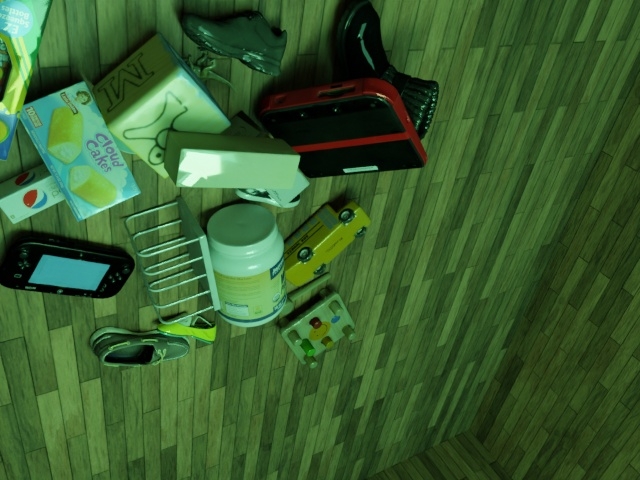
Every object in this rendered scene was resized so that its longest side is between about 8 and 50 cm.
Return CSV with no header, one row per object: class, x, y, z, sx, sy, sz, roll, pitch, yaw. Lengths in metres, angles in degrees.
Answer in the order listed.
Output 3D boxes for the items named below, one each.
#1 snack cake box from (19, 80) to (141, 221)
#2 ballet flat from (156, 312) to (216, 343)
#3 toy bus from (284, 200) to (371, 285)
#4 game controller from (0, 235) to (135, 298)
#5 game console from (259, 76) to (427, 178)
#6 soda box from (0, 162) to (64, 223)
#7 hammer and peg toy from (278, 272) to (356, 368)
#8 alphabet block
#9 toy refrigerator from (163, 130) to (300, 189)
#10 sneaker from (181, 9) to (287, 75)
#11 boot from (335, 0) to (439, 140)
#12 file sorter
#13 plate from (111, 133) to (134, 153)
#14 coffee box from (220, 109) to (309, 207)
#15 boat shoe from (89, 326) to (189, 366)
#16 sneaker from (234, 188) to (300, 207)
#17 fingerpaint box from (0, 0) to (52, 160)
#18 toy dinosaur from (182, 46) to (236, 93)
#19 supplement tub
snack cake box,-0.523,-0.195,1.298,0.152,0.089,0.264,-28,110,-14
ballet flat,-0.419,0.271,1.885,0.231,0.077,0.077,26,86,-50
toy bus,0.000,0.000,1.916,0.332,0.130,0.108,-43,138,1
game controller,-0.649,0.076,1.533,0.319,0.067,0.166,14,115,-43
game console,0.059,-0.287,1.588,0.342,0.386,0.060,45,50,-52
soda box,-0.630,-0.130,1.367,0.216,0.069,0.074,-30,137,-14
hammer and peg toy,-0.016,0.293,2.158,0.266,0.127,0.361,-35,139,-8
alphabet block,-0.348,-0.293,1.300,0.197,0.193,0.192,-38,137,3
toy refrigerator,-0.191,-0.168,1.287,0.269,0.102,0.094,-2,121,-31
sneaker,-0.195,-0.485,1.387,0.286,0.109,0.130,6,111,-48
boot,0.185,-0.444,1.564,0.131,0.260,0.348,-44,147,-29
file sorter,-0.403,0.063,1.617,0.173,0.193,0.278,-21,135,-19
plate,-0.430,-0.295,1.413,0.188,0.024,0.188,-22,136,-23
coffee box,-0.153,-0.213,1.526,0.098,0.246,0.141,-42,139,-2
boat shoe,-0.537,0.337,1.819,0.324,0.097,0.117,16,114,-44
sneaker,-0.130,-0.168,1.709,0.216,0.079,0.121,5,123,-39
fingerpaint box,-0.736,-0.367,1.007,0.444,0.163,0.371,9,119,-42
toy dinosaur,-0.284,-0.407,1.421,0.183,0.053,0.093,-1,140,-28
supplement tub,-0.217,0.073,1.738,0.228,0.228,0.316,-21,136,-22
